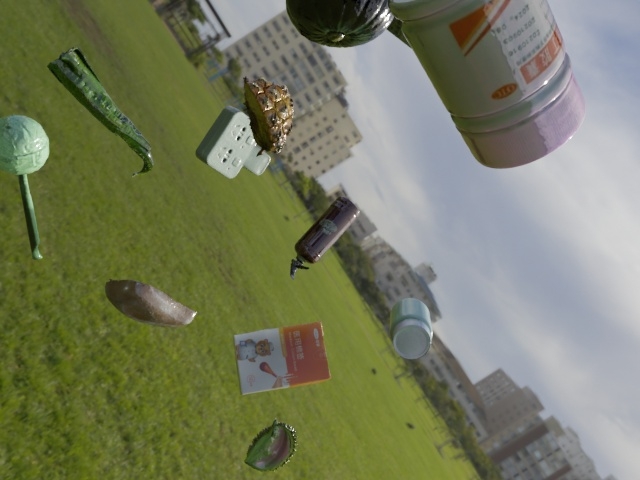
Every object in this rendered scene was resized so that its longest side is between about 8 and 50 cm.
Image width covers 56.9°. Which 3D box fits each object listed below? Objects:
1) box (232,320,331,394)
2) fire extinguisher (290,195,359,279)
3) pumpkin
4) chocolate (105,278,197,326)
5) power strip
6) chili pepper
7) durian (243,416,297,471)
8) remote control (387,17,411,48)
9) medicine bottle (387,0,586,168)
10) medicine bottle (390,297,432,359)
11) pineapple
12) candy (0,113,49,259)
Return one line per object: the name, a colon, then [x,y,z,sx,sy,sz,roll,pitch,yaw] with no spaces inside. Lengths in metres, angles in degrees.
box: [-0.144,0.439,2.206,0.143,0.342,0.224,125,-44,-72]
fire extinguisher: [0.000,0.000,2.062,0.102,0.344,0.138,48,-14,-28]
pumpkin: [0.049,-0.564,1.321,0.248,0.248,0.248,57,1,-2]
chocolate: [-0.492,0.196,1.685,0.261,0.161,0.083,40,53,-45]
power strip: [-0.322,-0.353,2.219,0.141,0.229,0.261,33,1,38]
chili pepper: [-0.512,-0.295,1.433,0.076,0.085,0.359,35,-20,50]
durian: [-0.156,0.684,1.997,0.137,0.220,0.095,30,24,-13]
remote control: [0.233,-0.782,2.040,0.285,0.038,0.123,46,-16,13]
medicine bottle: [0.263,-0.290,0.914,0.316,0.202,0.202,50,5,-31]
medicine bottle: [0.301,0.292,1.972,0.139,0.139,0.225,57,14,-9]
pineapple: [-0.137,-0.383,1.887,0.161,0.158,0.334,46,-26,25]
candy: [-0.670,-0.099,1.341,0.119,0.119,0.439,58,-34,29]
